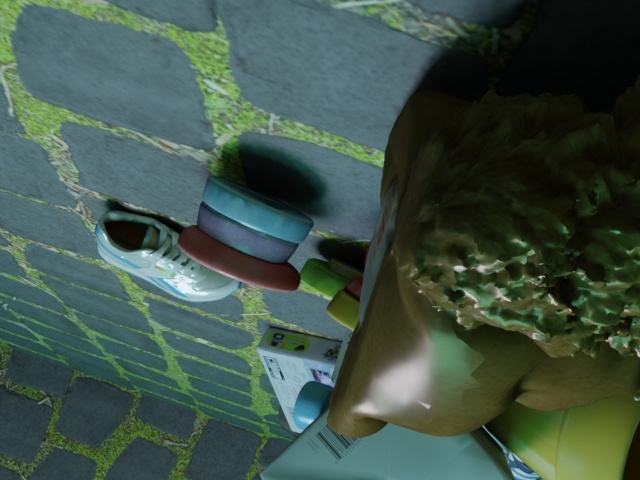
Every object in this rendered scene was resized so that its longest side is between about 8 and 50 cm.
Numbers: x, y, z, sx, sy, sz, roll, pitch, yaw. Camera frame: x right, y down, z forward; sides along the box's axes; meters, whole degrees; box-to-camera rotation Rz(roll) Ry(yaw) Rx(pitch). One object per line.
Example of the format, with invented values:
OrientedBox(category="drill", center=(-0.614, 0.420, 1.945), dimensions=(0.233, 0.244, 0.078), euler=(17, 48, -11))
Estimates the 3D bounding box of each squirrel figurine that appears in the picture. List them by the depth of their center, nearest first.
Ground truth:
OrientedBox(category="squirrel figurine", center=(0.228, 0.030, 0.615), dimensions=(0.370, 0.281, 0.397), euler=(14, 162, -2))

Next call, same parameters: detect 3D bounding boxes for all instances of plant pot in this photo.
OrientedBox(category="plant pot", center=(0.325, 0.202, 1.015), dimensions=(0.254, 0.254, 0.239), euler=(37, 169, -39))

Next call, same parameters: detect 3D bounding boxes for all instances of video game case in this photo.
OrientedBox(category="video game case", center=(0.028, 0.291, 1.624), dimensions=(0.244, 0.061, 0.269), euler=(10, 138, 27))

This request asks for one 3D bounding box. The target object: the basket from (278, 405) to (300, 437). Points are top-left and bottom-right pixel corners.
OrientedBox(category="basket", center=(0.036, 0.389, 1.835), dimensions=(0.227, 0.204, 0.154), euler=(16, 132, 32))

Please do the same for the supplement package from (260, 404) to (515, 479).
OrientedBox(category="supplement package", center=(0.087, 0.261, 1.011), dimensions=(0.198, 0.199, 0.262), euler=(47, -177, 9))

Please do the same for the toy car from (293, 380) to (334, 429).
OrientedBox(category="toy car", center=(0.057, 0.356, 1.232), dimensions=(0.219, 0.238, 0.210), euler=(14, 159, 21))

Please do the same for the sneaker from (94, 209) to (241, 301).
OrientedBox(category="sneaker", center=(-0.224, 0.024, 1.254), dimensions=(0.228, 0.087, 0.092), euler=(18, 158, 0))

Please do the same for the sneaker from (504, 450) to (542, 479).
OrientedBox(category="sneaker", center=(0.344, 0.336, 1.463), dimensions=(0.323, 0.130, 0.236), euler=(-2, 152, 42))

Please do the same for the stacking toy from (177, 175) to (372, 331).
OrientedBox(category="stacking toy", center=(0.000, 0.000, 1.035), dimensions=(0.309, 0.130, 0.279), euler=(23, -174, -2))

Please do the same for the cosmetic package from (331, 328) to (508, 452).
OrientedBox(category="cosmetic package", center=(0.171, 0.208, 1.292), dimensions=(0.224, 0.138, 0.224), euler=(6, 156, 28))
